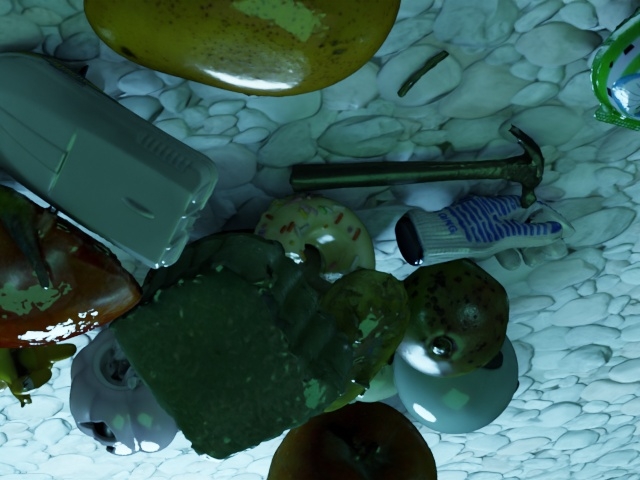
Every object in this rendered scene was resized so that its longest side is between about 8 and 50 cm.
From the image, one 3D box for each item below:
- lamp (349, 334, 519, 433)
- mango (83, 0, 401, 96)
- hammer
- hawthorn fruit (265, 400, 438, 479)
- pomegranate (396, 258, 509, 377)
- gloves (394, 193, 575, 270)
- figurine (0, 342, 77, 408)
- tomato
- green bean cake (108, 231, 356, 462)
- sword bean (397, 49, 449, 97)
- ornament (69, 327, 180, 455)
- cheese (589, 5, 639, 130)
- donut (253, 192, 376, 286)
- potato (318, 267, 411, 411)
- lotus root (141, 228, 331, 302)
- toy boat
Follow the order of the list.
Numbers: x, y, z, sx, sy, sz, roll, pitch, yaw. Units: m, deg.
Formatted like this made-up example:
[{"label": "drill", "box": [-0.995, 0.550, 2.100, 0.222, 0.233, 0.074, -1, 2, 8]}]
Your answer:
[{"label": "lamp", "box": [0.154, 0.177, 1.879, 0.244, 0.197, 0.197, 4, 154, 21]}, {"label": "mango", "box": [-0.075, -0.221, 1.189, 0.290, 0.159, 0.191, -2, 156, 10]}, {"label": "hammer", "box": [0.112, -0.077, 1.563, 0.297, 0.027, 0.125, -3, 133, -1]}, {"label": "hawthorn fruit", "box": [0.058, 0.376, 2.109, 0.268, 0.267, 0.301, 5, 143, -19]}, {"label": "pomegranate", "box": [0.170, 0.087, 1.723, 0.159, 0.159, 0.205, -26, -172, 28]}, {"label": "gloves", "box": [0.204, -0.010, 1.636, 0.229, 0.097, 0.119, 3, -172, -20]}, {"label": "figurine", "box": [-0.407, 0.163, 1.817, 0.176, 0.121, 0.122, -16, 178, 39]}, {"label": "tomato", "box": [-0.349, 0.033, 1.412, 0.309, 0.170, 0.309, 34, 169, 8]}, {"label": "green bean cake", "box": [-0.097, 0.112, 1.513, 0.223, 0.125, 0.227, -28, 107, 28]}, {"label": "sword bean", "box": [0.108, -0.178, 1.428, 0.012, 0.012, 0.083, 14, 144, -32]}, {"label": "ornament", "box": [-0.253, 0.196, 1.811, 0.178, 0.177, 0.177, -6, 149, -3]}, {"label": "cheese", "box": [0.398, -0.214, 1.362, 0.204, 0.083, 0.320, 11, 142, -26]}, {"label": "donut", "box": [-0.002, -0.005, 1.590, 0.166, 0.108, 0.065, 16, 163, -31]}, {"label": "potato", "box": [0.035, 0.123, 1.608, 0.117, 0.090, 0.225, 12, 129, -18]}, {"label": "lotus root", "box": [-0.084, 0.072, 1.694, 0.314, 0.142, 0.210, 15, 104, -26]}, {"label": "toy boat", "box": [-0.226, -0.094, 1.342, 0.141, 0.269, 0.141, -46, 163, -18]}]
